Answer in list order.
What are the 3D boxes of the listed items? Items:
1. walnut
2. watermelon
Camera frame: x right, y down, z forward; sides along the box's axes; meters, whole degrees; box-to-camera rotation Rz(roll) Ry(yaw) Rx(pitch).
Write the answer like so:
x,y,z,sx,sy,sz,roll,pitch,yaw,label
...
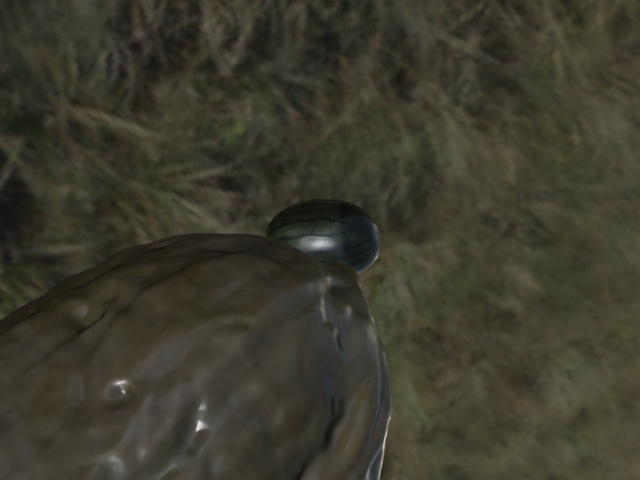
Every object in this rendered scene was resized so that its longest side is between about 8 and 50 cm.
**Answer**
x,y,z,sx,sy,sz,roll,pitch,yaw,label
-0.064,0.091,0.592,0.230,0.178,0.178,-45,154,-18,walnut
0.000,0.000,1.373,0.078,0.110,0.078,1,90,-85,watermelon
